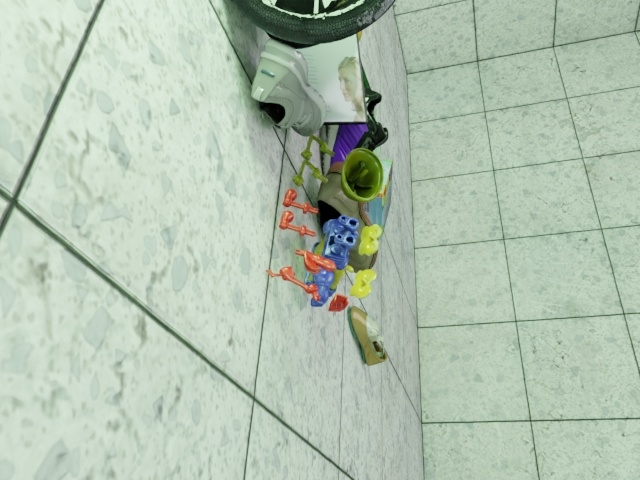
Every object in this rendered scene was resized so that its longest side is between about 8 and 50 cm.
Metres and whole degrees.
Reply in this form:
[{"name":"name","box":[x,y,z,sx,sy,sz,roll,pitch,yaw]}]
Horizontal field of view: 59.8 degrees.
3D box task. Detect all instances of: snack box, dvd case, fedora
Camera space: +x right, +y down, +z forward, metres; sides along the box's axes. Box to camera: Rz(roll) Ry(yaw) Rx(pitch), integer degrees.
[{"name":"snack box","box":[0.184,-0.134,1.793,0.207,0.070,0.174,-67,160,-47]},{"name":"dvd case","box":[0.014,-0.382,1.235,0.022,0.180,0.253,-5,-88,62]},{"name":"fedora","box":[-0.016,-0.454,0.966,0.152,0.334,0.334,122,-33,-73]}]

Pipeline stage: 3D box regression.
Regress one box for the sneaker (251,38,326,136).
[{"name":"sneaker","box":[-0.071,-0.250,1.021,0.115,0.105,0.281,-59,163,-5]}]

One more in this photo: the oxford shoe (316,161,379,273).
[{"name":"oxford shoe","box":[0.050,-0.021,1.338,0.130,0.123,0.348,-53,143,-30]}]

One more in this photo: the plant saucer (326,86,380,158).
[{"name":"plant saucer","box":[0.108,-0.334,1.636,0.400,0.100,0.400,-6,90,-75]}]

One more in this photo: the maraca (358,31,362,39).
[{"name":"maraca","box":[0.061,-0.617,1.596,0.127,0.099,0.185,59,4,-36]}]

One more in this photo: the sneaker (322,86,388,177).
[{"name":"sneaker","box":[0.094,-0.244,1.395,0.102,0.146,0.293,-6,103,-75]}]

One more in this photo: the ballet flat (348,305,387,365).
[{"name":"ballet flat","box":[0.136,0.259,1.538,0.080,0.073,0.232,-81,158,-45]}]

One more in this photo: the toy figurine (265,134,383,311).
[{"name":"toy figurine","box":[0.000,0.000,1.114,0.217,0.191,0.362,115,-12,-56]}]

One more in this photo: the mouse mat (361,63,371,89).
[{"name":"mouse mat","box":[0.113,-0.510,1.714,0.189,0.007,0.152,65,-8,-29]}]
